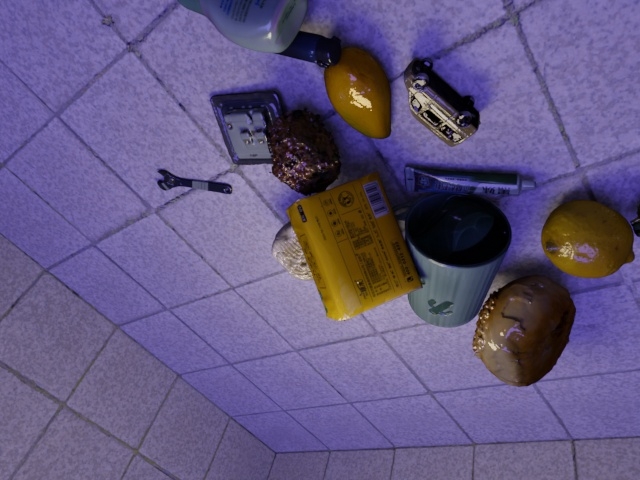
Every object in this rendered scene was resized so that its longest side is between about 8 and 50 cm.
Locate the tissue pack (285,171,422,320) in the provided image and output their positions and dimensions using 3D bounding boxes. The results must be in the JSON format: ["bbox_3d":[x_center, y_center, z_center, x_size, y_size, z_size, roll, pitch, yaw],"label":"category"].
[{"bbox_3d":[0.100,0.018,1.501,0.228,0.293,0.382,155,94,-75],"label":"tissue pack"}]

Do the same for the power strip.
[{"bbox_3d":[-0.224,-0.345,1.569,0.256,0.092,0.251,3,137,24],"label":"power strip"}]

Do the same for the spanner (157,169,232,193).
[{"bbox_3d":[-0.482,-0.216,1.842,0.315,0.024,0.087,9,129,13],"label":"spanner"}]

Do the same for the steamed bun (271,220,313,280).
[{"bbox_3d":[0.002,0.002,1.745,0.289,0.203,0.276,-38,104,21],"label":"steamed bun"}]

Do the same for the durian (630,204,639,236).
[{"bbox_3d":[0.963,-0.097,1.324,0.159,0.146,0.198,10,148,8],"label":"durian"}]

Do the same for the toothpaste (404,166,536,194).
[{"bbox_3d":[0.453,-0.179,1.492,0.391,0.061,0.099,5,136,19],"label":"toothpaste"}]

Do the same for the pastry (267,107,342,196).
[{"bbox_3d":[-0.035,-0.266,1.456,0.192,0.275,0.275,-6,131,44],"label":"pastry"}]

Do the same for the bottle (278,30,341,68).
[{"bbox_3d":[-0.055,-0.515,1.287,0.244,0.072,0.082,24,99,30],"label":"bottle"}]

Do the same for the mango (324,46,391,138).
[{"bbox_3d":[0.113,-0.410,1.364,0.176,0.119,0.317,-8,135,29],"label":"mango"}]

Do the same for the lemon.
[{"bbox_3d":[0.781,0.000,1.420,0.253,0.229,0.228,23,136,-8],"label":"lemon"}]

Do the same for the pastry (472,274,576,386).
[{"bbox_3d":[0.690,0.301,1.670,0.245,0.409,0.410,29,150,45],"label":"pastry"}]

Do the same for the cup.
[{"bbox_3d":[0.406,0.041,1.604,0.310,0.401,0.392,-18,139,-11],"label":"cup"}]

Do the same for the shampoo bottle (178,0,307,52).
[{"bbox_3d":[-0.219,-0.617,1.223,0.349,0.222,0.151,27,176,13],"label":"shampoo bottle"}]

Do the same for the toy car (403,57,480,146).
[{"bbox_3d":[0.315,-0.374,1.328,0.256,0.101,0.124,35,138,-15],"label":"toy car"}]
